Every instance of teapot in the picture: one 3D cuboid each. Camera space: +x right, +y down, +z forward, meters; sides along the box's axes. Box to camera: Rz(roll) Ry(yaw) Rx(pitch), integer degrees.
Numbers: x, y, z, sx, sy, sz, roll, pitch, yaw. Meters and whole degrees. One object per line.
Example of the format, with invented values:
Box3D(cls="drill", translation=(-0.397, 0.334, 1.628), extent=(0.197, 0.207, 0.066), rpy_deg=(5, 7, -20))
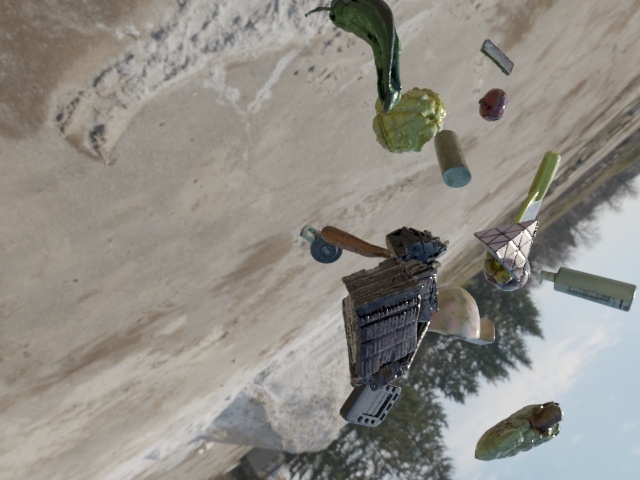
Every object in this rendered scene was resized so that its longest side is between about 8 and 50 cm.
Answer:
Box3D(cls="teapot", translation=(0.001, 0.010, 1.616), extent=(0.108, 0.149, 0.111), rpy_deg=(-92, -174, -64))

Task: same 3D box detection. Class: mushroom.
Box3D(cls="mushroom", translation=(0.439, 0.226, 1.482), extent=(0.162, 0.236, 0.173), rpy_deg=(101, 1, -82))

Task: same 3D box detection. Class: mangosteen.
Box3D(cls="mangosteen", translation=(0.674, 0.100, 1.728), extent=(0.166, 0.166, 0.180), rpy_deg=(-45, 137, 20))

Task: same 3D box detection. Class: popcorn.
Box3D(cls="popcorn", translation=(0.278, -0.379, 1.481), extent=(0.256, 0.255, 0.195), rpy_deg=(-39, 124, -17))

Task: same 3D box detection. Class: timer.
Box3D(cls="timer", translation=(0.145, 0.464, 1.371), extent=(0.187, 0.055, 0.144), rpy_deg=(33, 90, -44))

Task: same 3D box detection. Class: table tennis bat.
Box3D(cls="table tennis bat", translation=(0.717, -0.125, 1.593), extent=(0.224, 0.054, 0.369), rpy_deg=(-19, 131, -46))

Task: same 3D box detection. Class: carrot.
Box3D(cls="carrot", translation=(0.108, 0.012, 1.425), extent=(0.059, 0.247, 0.059), rpy_deg=(-48, 150, -40))

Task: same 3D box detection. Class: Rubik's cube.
Box3D(cls="Rubik's cube", translation=(0.589, -0.013, 1.530), extent=(0.190, 0.178, 0.211), rpy_deg=(-51, 132, -4))

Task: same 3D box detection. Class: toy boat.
Box3D(cls="toy boat", translation=(0.513, -0.532, 1.368), extent=(0.016, 0.115, 0.063), rpy_deg=(-36, -160, 54))

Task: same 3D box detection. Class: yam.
Box3D(cls="yam", translation=(0.447, -0.287, 1.615), extent=(0.093, 0.093, 0.259), rpy_deg=(-52, -157, 38))

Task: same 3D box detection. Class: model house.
Box3D(cls="model house", translation=(0.198, 0.185, 1.186), extent=(0.317, 0.297, 0.282), rpy_deg=(-15, 154, -14))

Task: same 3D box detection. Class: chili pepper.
Box3D(cls="chili pepper", translation=(0.077, -0.351, 0.805), extent=(0.065, 0.279, 0.122), rpy_deg=(3, 140, -46))

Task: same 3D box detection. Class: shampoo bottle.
Box3D(cls="shampoo bottle", translation=(0.816, 0.140, 1.453), extent=(0.085, 0.262, 0.085), rpy_deg=(-25, 123, -45))

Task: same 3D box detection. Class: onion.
Box3D(cls="onion", translation=(0.564, -0.446, 1.549), extent=(0.097, 0.107, 0.107), rpy_deg=(10, 142, -19))

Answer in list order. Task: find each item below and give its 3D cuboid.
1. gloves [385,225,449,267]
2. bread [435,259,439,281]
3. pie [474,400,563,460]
Box3D(cls="gloves", translation=(0.318, 0.022, 1.489), extent=(0.203, 0.164, 0.124), rpy_deg=(-19, -178, -9))
Box3D(cls="bread", translation=(0.374, 0.116, 1.743), extent=(0.156, 0.125, 0.086), rpy_deg=(-30, 141, -43))
Box3D(cls="pie", translation=(0.597, 0.591, 1.446), extent=(0.274, 0.105, 0.257), rpy_deg=(-25, 158, -12))
